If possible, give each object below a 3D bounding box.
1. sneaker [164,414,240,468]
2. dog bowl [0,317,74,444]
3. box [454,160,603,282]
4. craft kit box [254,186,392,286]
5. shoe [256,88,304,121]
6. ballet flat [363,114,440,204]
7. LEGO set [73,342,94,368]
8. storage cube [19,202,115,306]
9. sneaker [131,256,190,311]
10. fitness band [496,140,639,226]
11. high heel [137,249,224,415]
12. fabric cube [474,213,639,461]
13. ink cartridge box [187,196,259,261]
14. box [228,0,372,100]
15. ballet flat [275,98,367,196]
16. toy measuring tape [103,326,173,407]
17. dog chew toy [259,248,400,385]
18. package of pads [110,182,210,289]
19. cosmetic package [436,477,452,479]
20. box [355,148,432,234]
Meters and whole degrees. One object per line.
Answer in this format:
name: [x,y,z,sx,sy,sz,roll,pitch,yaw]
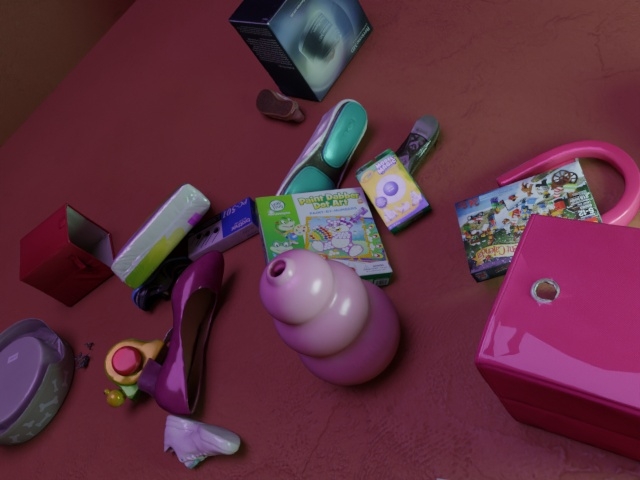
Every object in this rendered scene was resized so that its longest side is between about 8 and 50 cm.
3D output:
sneaker: [-0.249,0.427,1.205,0.212,0.080,0.094,0,71,42]
dog bowl: [-0.821,0.390,1.590,0.348,0.102,0.349,-17,51,23]
box: [0.373,-0.032,1.054,0.233,0.044,0.159,-20,53,22]
craft kit box: [0.000,0.000,1.250,0.249,0.061,0.247,-7,49,-12]
shoe: [-0.122,-0.390,1.711,0.219,0.058,0.077,37,103,48]
ballet flat: [0.192,-0.180,1.350,0.084,0.058,0.250,35,88,22]
LEGO set: [-0.637,0.316,1.578,0.054,0.023,0.083,4,48,33]
storage cube: [-0.751,0.045,1.731,0.193,0.184,0.215,-36,46,8]
sneaker: [-0.412,0.115,1.546,0.188,0.067,0.078,-42,67,-1]
fitness band: [0.447,-0.070,1.097,0.290,0.054,0.209,-28,50,16]
high heel: [-0.273,0.207,1.343,0.181,0.127,0.377,13,77,38]
fabric cube: [0.409,0.145,0.820,0.258,0.259,0.254,12,66,39]
ink cartridge box: [-0.256,-0.024,1.541,0.207,0.046,0.097,-27,48,16]
box: [-0.043,-0.607,1.639,0.182,0.294,0.296,24,75,40]
ballet flat: [-0.015,-0.171,1.440,0.139,0.139,0.400,17,71,41]
toy measuring tape: [-0.427,0.244,1.416,0.121,0.121,0.330,8,60,38]
dog chew toy: [0.010,0.129,1.050,0.206,0.332,0.207,-17,51,23]
package of pads: [-0.425,-0.023,1.558,0.296,0.101,0.229,-48,15,-5]
cosmetic package: [0.236,0.408,0.900,0.115,0.041,0.060,-4,58,32]
box: [0.155,-0.115,1.289,0.105,0.043,0.179,-34,65,9]
